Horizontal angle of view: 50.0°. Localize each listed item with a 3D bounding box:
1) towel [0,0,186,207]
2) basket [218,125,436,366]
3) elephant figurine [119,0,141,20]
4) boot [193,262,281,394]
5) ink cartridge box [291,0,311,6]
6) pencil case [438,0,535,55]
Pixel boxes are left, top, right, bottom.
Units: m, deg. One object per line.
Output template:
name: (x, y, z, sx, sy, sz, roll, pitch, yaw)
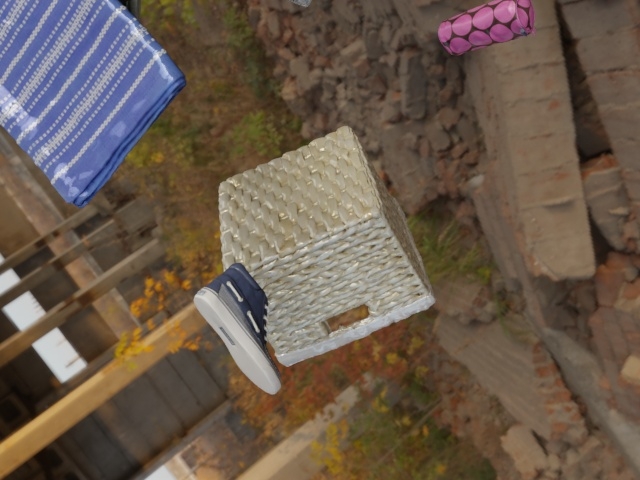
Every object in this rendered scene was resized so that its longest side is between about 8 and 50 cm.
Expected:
towel: (-0.347, -0.232, 0.858, 0.336, 0.243, 0.040, 47, -158, 2)
basket: (0.000, 0.000, 1.334, 0.331, 0.329, 0.266, -102, -15, -51)
elephant figurine: (-0.347, -0.412, 1.116, 0.186, 0.239, 0.169, 18, 167, 41)
boot: (-0.095, 0.126, 0.989, 0.069, 0.086, 0.190, -7, 120, 52)
ink cartridge box: (-0.086, -0.695, 1.382, 0.308, 0.384, 0.091, 24, 163, 4)
pencil case: (0.377, -0.481, 1.556, 0.209, 0.095, 0.098, -2, 148, 44)
